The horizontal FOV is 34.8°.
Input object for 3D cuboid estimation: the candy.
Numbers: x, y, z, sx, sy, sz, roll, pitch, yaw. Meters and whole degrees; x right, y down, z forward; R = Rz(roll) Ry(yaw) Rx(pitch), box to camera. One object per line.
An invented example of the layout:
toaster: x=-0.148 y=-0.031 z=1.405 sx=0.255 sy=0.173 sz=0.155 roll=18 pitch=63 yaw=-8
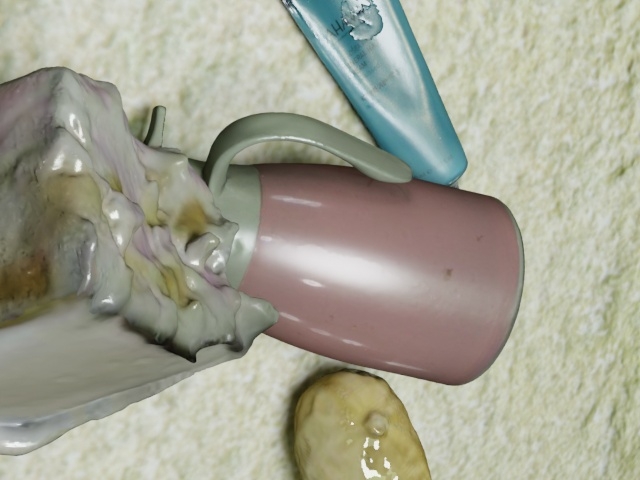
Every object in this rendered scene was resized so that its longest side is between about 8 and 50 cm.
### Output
candy: x=-0.154 y=0.022 z=0.549 sx=0.195 sy=0.137 sz=0.185 roll=-25 pitch=155 yaw=14

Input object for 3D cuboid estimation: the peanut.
peanut: x=0.042 y=0.223 z=0.825 sx=0.101 sy=0.117 sz=0.263 roll=-13 pitch=116 yaw=-4

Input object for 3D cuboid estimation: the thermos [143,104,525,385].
thermos: x=0.000 y=0.000 z=0.707 sx=0.265 sy=0.146 sz=0.176 roll=15 pitch=128 yaw=-24

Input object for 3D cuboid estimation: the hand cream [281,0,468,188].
hand cream: x=0.051 y=-0.122 z=0.765 sx=0.083 sy=0.048 sz=0.224 roll=-40 pitch=116 yaw=-14
